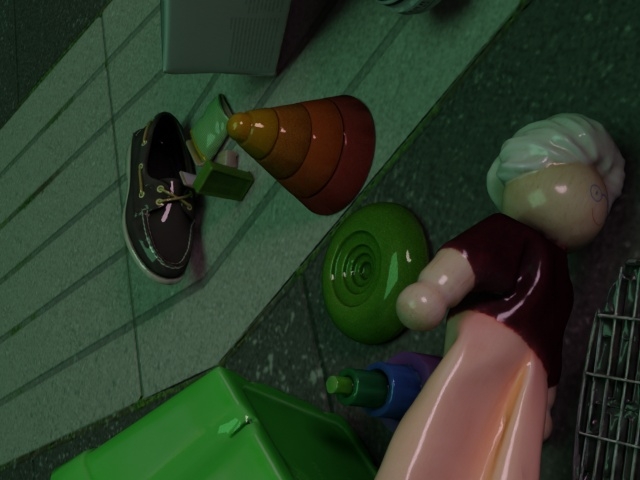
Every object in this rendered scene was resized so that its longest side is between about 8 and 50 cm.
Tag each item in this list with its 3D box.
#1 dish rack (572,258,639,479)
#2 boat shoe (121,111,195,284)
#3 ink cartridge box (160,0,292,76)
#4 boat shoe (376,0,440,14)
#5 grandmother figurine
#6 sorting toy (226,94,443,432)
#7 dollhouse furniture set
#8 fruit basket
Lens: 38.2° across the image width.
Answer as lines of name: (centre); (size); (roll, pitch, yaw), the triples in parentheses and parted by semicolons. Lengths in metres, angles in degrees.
dish rack: (0.256, 0.109, 0.479); (0.271, 0.074, 0.208); (3, 81, 55)
boat shoe: (-0.187, -0.055, 1.093); (0.068, 0.081, 0.227); (-48, 43, 39)
ink cartridge box: (-0.093, -0.361, 0.913); (0.309, 0.130, 0.272); (114, 153, -65)
boat shoe: (0.057, -0.361, 0.798); (0.121, 0.119, 0.335); (-25, 58, 45)
grandmother figurine: (0.115, 0.069, 0.578); (0.104, 0.208, 0.342); (12, 65, 27)
sorting toy: (0.000, 0.000, 0.797); (0.127, 0.126, 0.365); (-48, 45, 33)
dollhouse furniture set: (-0.131, -0.105, 1.053); (0.076, 0.058, 0.151); (-54, 43, 27)
fruit basket: (-0.092, 0.328, 0.685); (0.392, 0.283, 0.392); (-23, 53, 34)
